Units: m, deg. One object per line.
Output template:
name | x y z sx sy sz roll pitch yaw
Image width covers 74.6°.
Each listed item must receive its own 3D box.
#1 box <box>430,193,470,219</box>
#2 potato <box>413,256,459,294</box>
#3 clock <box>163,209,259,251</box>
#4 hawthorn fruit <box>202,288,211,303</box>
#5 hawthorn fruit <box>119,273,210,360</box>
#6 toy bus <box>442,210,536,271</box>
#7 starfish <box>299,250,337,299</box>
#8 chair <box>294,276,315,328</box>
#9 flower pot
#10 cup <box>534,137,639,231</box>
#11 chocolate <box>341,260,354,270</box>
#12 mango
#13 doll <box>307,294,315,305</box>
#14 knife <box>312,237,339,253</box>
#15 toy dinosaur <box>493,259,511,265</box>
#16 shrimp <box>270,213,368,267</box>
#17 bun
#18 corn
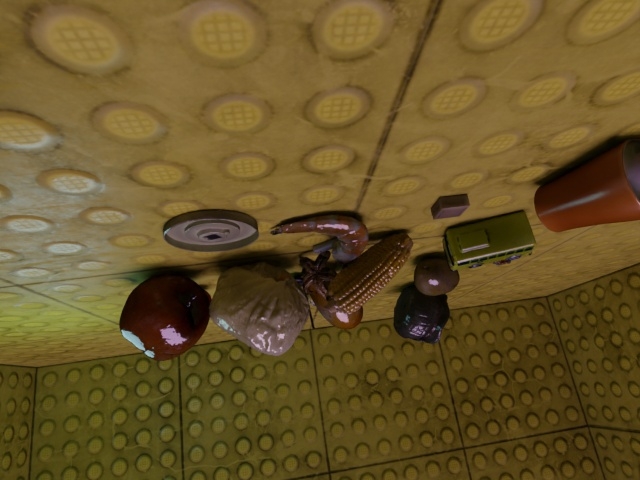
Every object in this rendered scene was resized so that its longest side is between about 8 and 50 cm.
box | 0.348 -0.088 1.128 0.079 0.035 0.083 -7 162 -6
potato | 0.456 0.144 1.677 0.174 0.159 0.251 -38 145 10
clock | -0.274 -0.017 1.061 0.234 0.029 0.235 -8 161 -3
hawthorn fruit | -0.476 0.244 1.583 0.137 0.133 0.133 -15 162 -9
hawthorn fruit | -0.485 0.231 1.343 0.267 0.268 0.300 8 146 -41
toy bus | 0.533 0.005 1.346 0.261 0.128 0.150 -14 160 12
starfish | -0.005 0.125 1.365 0.146 0.190 0.074 -26 166 26
chair | -0.088 0.228 1.591 0.104 0.222 0.095 -8 152 1
flower pot | 0.509 0.379 2.169 0.212 0.302 0.302 18 157 -6
cup | 0.681 -0.126 1.015 0.226 0.183 0.264 -35 -176 -31
chocolate | 0.129 0.135 1.560 0.127 0.124 0.133 -14 -171 -21
mango | 0.036 0.204 1.547 0.316 0.146 0.192 46 172 -21
doll | -0.012 0.211 1.771 0.117 0.086 0.291 27 154 -8
knife | 0.051 0.008 1.293 0.162 0.023 0.044 -20 156 29
toy dinosaur | 0.769 0.083 1.799 0.154 0.049 0.055 9 152 -31
shrimp | 0.030 -0.010 1.145 0.286 0.069 0.185 15 145 -38
bun | -0.181 0.198 1.373 0.352 0.349 0.228 22 103 -36
corn | 0.148 0.102 1.286 0.346 0.130 0.130 -40 166 -13
